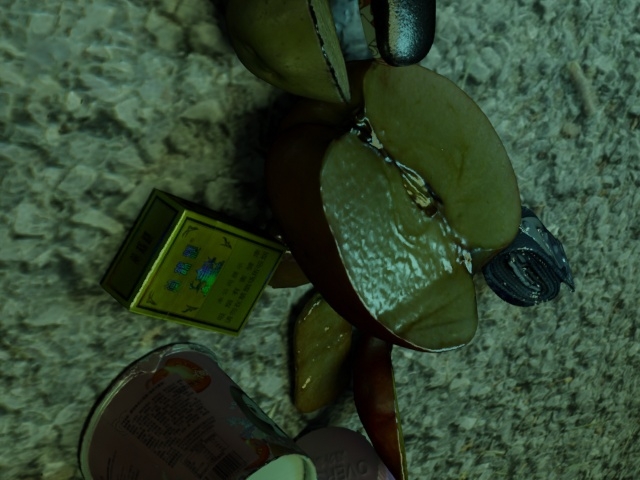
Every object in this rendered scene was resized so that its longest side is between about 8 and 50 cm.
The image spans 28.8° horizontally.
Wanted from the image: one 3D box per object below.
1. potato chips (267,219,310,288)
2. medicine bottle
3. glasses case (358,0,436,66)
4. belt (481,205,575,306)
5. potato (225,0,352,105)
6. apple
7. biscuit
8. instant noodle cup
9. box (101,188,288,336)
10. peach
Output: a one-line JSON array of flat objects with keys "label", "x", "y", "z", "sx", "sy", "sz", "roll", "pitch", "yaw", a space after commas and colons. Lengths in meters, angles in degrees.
[{"label": "potato chips", "x": 0.000, "y": 0.000, "z": 1.714, "sx": 0.202, "sy": 0.049, "sz": 0.150, "roll": -17, "pitch": 125, "yaw": -34}, {"label": "medicine bottle", "x": 0.051, "y": 0.436, "z": 2.018, "sx": 0.178, "sy": 0.178, "sz": 0.290, "roll": -47, "pitch": 144, "yaw": -13}, {"label": "glasses case", "x": 0.086, "y": -0.338, "z": 1.463, "sx": 0.103, "sy": 0.067, "sz": 0.266, "roll": -20, "pitch": 111, "yaw": -44}, {"label": "belt", "x": 0.324, "y": 0.015, "z": 2.056, "sx": 0.122, "sy": 0.128, "sz": 0.218, "roll": -23, "pitch": 148, "yaw": 19}, {"label": "potato", "x": -0.044, "y": -0.237, "z": 1.400, "sx": 0.117, "sy": 0.182, "sz": 0.202, "roll": -16, "pitch": 147, "yaw": 7}, {"label": "apple", "x": 0.099, "y": -0.050, "z": 1.570, "sx": 0.295, "sy": 0.328, "sz": 0.365, "roll": -38, "pitch": 122, "yaw": 11}, {"label": "biscuit", "x": 0.003, "y": 0.164, "z": 1.867, "sx": 0.118, "sy": 0.029, "sz": 0.247, "roll": -28, "pitch": 139, "yaw": -30}, {"label": "instant noodle cup", "x": -0.148, "y": 0.290, "z": 1.615, "sx": 0.243, "sy": 0.231, "sz": 0.243, "roll": -31, "pitch": 138, "yaw": -33}, {"label": "box", "x": -0.151, "y": 0.033, "z": 1.545, "sx": 0.220, "sy": 0.064, "sz": 0.141, "roll": 20, "pitch": 102, "yaw": -56}, {"label": "peach", "x": 0.092, "y": 0.262, "z": 1.919, "sx": 0.068, "sy": 0.279, "sz": 0.189, "roll": -9, "pitch": 149, "yaw": 7}]
